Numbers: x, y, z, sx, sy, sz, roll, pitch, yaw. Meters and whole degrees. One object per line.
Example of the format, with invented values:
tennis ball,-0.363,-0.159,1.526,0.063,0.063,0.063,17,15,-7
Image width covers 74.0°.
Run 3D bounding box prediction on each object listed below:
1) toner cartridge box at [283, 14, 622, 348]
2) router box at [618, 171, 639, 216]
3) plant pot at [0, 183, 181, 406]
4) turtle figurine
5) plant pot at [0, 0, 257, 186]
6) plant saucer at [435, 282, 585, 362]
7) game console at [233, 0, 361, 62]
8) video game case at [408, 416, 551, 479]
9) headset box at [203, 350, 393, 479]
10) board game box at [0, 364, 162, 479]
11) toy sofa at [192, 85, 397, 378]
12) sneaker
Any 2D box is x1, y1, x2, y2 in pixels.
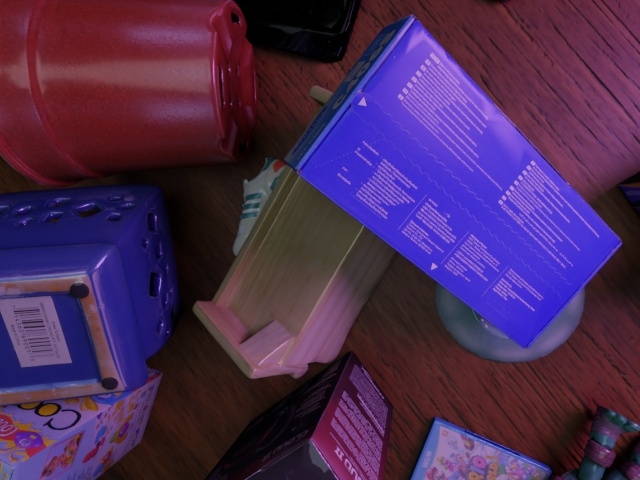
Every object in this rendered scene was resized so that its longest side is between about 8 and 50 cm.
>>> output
toner cartridge box,0.149,-0.040,0.450,0.348,0.075,0.165,36,96,-21
router box,0.561,-0.050,0.470,0.309,0.081,0.243,-34,86,13
plant pot,-0.329,0.071,0.556,0.235,0.212,0.236,-4,114,-6
turtle figurine,0.341,0.336,0.527,0.175,0.118,0.234,33,86,-20
plant pot,-0.234,-0.204,0.564,0.265,0.272,0.272,2,94,5
plant saucer,0.255,0.076,0.572,0.194,0.037,0.195,1,93,14
game console,-0.014,-0.452,0.597,0.213,0.044,0.361,20,98,9
video game case,0.223,0.341,0.608,0.166,0.015,0.119,21,98,11
headset box,-0.035,0.280,0.521,0.218,0.293,0.110,-38,85,12
board game box,-0.384,0.273,0.610,0.142,0.275,0.144,21,98,11
toy sofa,0.000,0.000,0.586,0.150,0.177,0.363,37,102,33
sneaker,-0.093,-0.051,0.641,0.075,0.057,0.161,38,103,25
